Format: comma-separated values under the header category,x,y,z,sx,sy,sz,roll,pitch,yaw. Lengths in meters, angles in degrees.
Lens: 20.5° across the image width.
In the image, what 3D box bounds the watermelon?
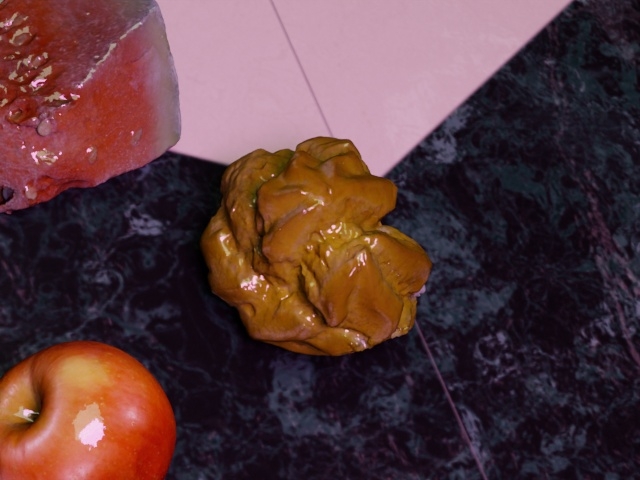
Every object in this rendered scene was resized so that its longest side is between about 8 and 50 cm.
category,x,y,z,sx,sy,sz,roll,pitch,yaw
watermelon,-0.254,-0.131,1.599,0.256,0.140,0.193,-38,74,-28

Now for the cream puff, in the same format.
category,x,y,z,sx,sy,sz,roll,pitch,yaw
cream puff,-0.005,0.002,1.586,0.194,0.195,0.221,-30,74,-34

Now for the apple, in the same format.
category,x,y,z,sx,sy,sz,roll,pitch,yaw
apple,-0.195,0.160,1.416,0.139,0.163,0.163,44,43,-43
